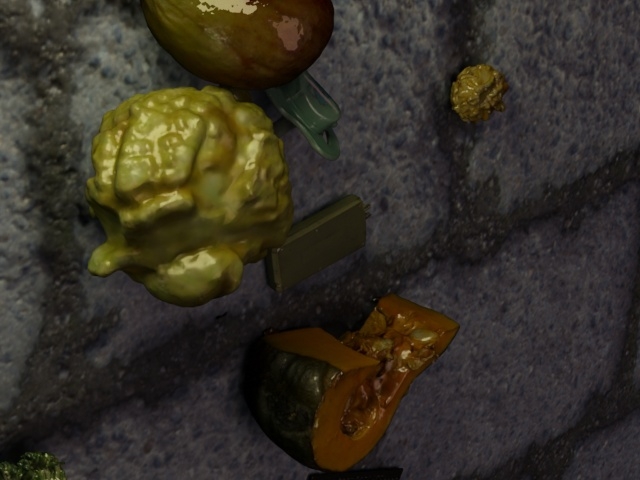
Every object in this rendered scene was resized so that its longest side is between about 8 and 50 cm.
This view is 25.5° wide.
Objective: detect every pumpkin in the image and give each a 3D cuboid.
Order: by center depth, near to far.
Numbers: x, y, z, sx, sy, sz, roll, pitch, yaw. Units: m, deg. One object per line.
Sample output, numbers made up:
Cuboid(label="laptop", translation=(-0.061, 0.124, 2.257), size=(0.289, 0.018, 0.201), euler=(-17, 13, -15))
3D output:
Cuboid(label="pumpkin", translation=(0.031, 0.154, 1.814), size=(0.280, 0.139, 0.190), euler=(-53, 140, -14))

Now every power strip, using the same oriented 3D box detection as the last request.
Cuboid(label="power strip", translation=(0.000, 0.000, 1.779), size=(0.169, 0.028, 0.076), euler=(-29, 129, -32))

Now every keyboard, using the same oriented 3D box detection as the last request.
Cuboid(label="keyboard", translation=(0.045, 0.360, 2.038), size=(0.202, 0.011, 0.067), euler=(6, 107, -48))

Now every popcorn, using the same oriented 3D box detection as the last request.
Cuboid(label="popcorn", translation=(-0.138, -0.057, 1.480), size=(0.255, 0.195, 0.256), euler=(-65, 153, -6))
Cuboid(label="popcorn", translation=(0.210, -0.193, 1.876), size=(0.082, 0.057, 0.083), euler=(-21, 128, -37))

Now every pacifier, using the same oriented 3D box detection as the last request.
Cuboid(label="pacifier", translation=(-0.043, -0.144, 1.620), size=(0.116, 0.127, 0.150), euler=(-34, 126, 22))

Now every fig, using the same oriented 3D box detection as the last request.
Cuboid(label="fig", translation=(-0.121, -0.242, 1.440), size=(0.274, 0.170, 0.146), euler=(17, 103, -30))

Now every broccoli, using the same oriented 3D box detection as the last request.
Cuboid(label="broccoli", translation=(-0.277, 0.297, 1.515), size=(0.118, 0.204, 0.122), euler=(4, 92, -49))
